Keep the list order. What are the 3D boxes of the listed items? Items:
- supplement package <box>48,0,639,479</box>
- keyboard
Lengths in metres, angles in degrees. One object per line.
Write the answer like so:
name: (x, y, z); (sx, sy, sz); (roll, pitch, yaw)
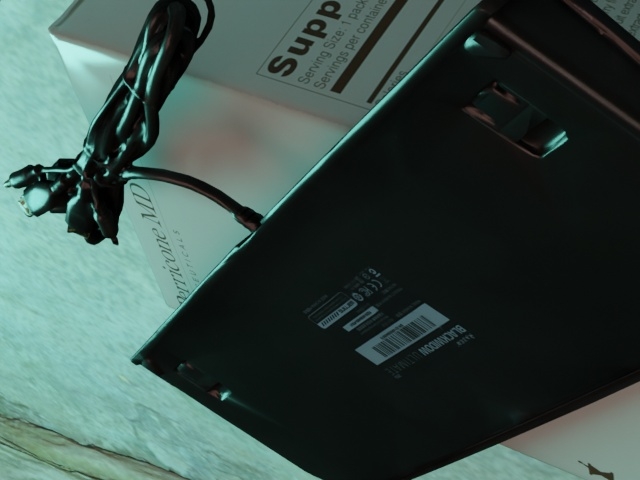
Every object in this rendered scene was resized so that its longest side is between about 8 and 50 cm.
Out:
supplement package: (0.079, -0.038, 0.537); (0.293, 0.175, 0.177); (20, 149, 26)
keyboard: (0.000, 0.000, 0.464); (0.201, 0.033, 0.317); (34, 150, -9)
